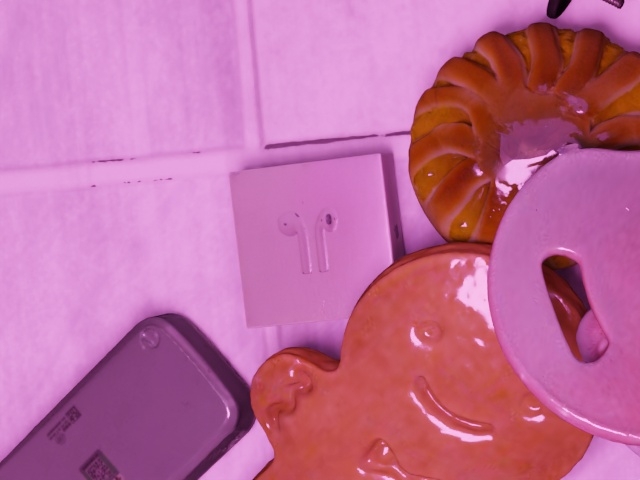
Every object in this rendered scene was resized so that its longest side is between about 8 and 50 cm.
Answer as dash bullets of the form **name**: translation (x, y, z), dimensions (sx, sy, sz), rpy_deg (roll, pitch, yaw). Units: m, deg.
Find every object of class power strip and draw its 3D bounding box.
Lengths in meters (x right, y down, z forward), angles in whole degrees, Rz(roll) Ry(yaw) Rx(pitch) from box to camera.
- **power strip**: translation (-0.158, 0.211, 1.594), dimensions (0.265, 0.059, 0.193), rpy_deg (-44, 78, 13)

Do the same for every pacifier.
- **pacifier**: translation (0.282, 0.009, 1.329), dimensions (0.332, 0.220, 0.273), rpy_deg (-17, 121, -1)

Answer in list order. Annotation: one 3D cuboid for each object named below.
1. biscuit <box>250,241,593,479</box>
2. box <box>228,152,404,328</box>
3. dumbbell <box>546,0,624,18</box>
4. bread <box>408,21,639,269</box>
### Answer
- **biscuit**: translation (0.079, 0.161, 1.492), dimensions (0.275, 0.052, 0.355), rpy_deg (39, 114, 2)
- **box**: translation (0.000, 0.000, 1.544), dimensions (0.130, 0.051, 0.129), rpy_deg (-7, 92, 15)
- **dumbbell**: translation (0.171, -0.217, 1.476), dimensions (0.147, 0.069, 0.069), rpy_deg (29, 100, 12)
- **bread**: translation (0.172, -0.073, 1.469), dimensions (0.213, 0.105, 0.213), rpy_deg (0, 90, 17)
